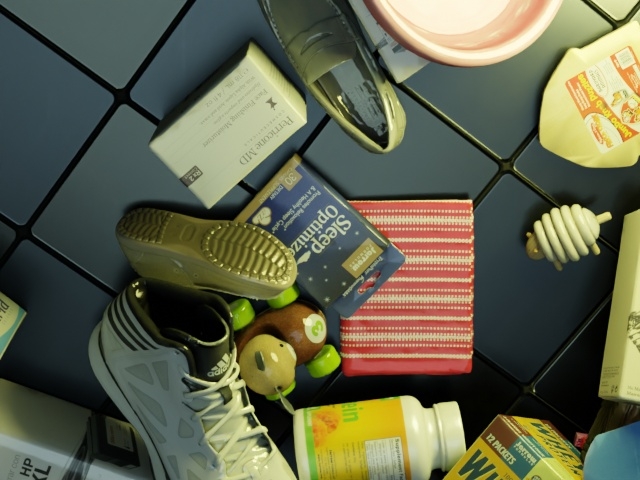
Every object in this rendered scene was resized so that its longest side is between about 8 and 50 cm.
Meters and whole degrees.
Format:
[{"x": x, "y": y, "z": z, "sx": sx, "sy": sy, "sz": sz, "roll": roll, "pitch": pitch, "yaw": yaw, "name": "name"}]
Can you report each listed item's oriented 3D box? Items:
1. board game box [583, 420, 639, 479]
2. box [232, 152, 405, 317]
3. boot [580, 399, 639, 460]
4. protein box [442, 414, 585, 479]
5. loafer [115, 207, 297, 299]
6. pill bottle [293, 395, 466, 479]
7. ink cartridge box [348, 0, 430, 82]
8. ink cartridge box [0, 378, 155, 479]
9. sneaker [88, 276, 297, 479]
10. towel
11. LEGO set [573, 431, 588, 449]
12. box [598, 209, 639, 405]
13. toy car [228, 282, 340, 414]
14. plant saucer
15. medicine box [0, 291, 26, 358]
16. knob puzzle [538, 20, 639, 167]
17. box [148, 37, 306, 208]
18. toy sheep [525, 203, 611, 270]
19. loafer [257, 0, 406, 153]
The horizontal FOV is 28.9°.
[{"x": 0.446, "y": 0.313, "z": 1.774, "sx": 0.168, "sy": 0.033, "sz": 0.133, "roll": -17, "pitch": 111, "yaw": -10, "name": "board game box"}, {"x": 0.000, "y": 0.000, "z": 1.782, "sx": 0.225, "sy": 0.036, "sz": 0.136, "roll": 42, "pitch": 105, "yaw": -7, "name": "box"}, {"x": 0.548, "y": 0.293, "z": 1.847, "sx": 0.269, "sy": 0.089, "sz": 0.236, "roll": 28, "pitch": 87, "yaw": -5, "name": "boot"}, {"x": 0.282, "y": 0.379, "z": 1.820, "sx": 0.136, "sy": 0.199, "sz": 0.201, "roll": 45, "pitch": 104, "yaw": 30, "name": "protein box"}, {"x": -0.160, "y": 0.027, "z": 1.764, "sx": 0.268, "sy": 0.102, "sz": 0.092, "roll": 17, "pitch": 139, "yaw": 13, "name": "loafer"}, {"x": 0.088, "y": 0.304, "z": 1.843, "sx": 0.245, "sy": 0.136, "sz": 0.136, "roll": -7, "pitch": 107, "yaw": 0, "name": "pill bottle"}, {"x": 0.090, "y": -0.291, "z": 1.677, "sx": 0.056, "sy": 0.099, "sz": 0.135, "roll": -31, "pitch": 106, "yaw": 7, "name": "ink cartridge box"}, {"x": -0.358, "y": 0.419, "z": 1.851, "sx": 0.394, "sy": 0.166, "sz": 0.286, "roll": 21, "pitch": 105, "yaw": -7, "name": "ink cartridge box"}, {"x": -0.151, "y": 0.242, "z": 1.679, "sx": 0.169, "sy": 0.257, "sz": 0.447, "roll": -35, "pitch": 79, "yaw": -29, "name": "sneaker"}, {"x": 0.126, "y": 0.073, "z": 1.828, "sx": 0.198, "sy": 0.031, "sz": 0.275, "roll": -1, "pitch": 105, "yaw": 1, "name": "towel"}, {"x": 0.498, "y": 0.373, "z": 1.898, "sx": 0.227, "sy": 0.093, "sz": 0.087, "roll": 12, "pitch": 107, "yaw": -5, "name": "LEGO set"}, {"x": 0.477, "y": 0.098, "z": 1.758, "sx": 0.113, "sy": 0.094, "sz": 0.275, "roll": 9, "pitch": 82, "yaw": -4, "name": "box"}, {"x": -0.059, "y": 0.166, "z": 1.768, "sx": 0.148, "sy": 0.188, "sz": 0.155, "roll": -28, "pitch": 106, "yaw": 7, "name": "toy car"}, {"x": 0.171, "y": -0.389, "z": 1.605, "sx": 0.332, "sy": 0.084, "sz": 0.332, "roll": -1, "pitch": 92, "yaw": -25, "name": "plant saucer"}, {"x": -0.569, "y": 0.211, "z": 1.729, "sx": 0.149, "sy": 0.263, "sz": 0.289, "roll": 35, "pitch": 103, "yaw": -12, "name": "medicine box"}, {"x": 0.394, "y": -0.189, "z": 1.753, "sx": 0.213, "sy": 0.030, "sz": 0.213, "roll": -1, "pitch": 108, "yaw": -2, "name": "knob puzzle"}, {"x": -0.121, "y": -0.161, "z": 1.669, "sx": 0.181, "sy": 0.182, "sz": 0.119, "roll": -41, "pitch": 103, "yaw": 10, "name": "box"}, {"x": 0.355, "y": -0.009, "z": 1.781, "sx": 0.132, "sy": 0.091, "sz": 0.091, "roll": -28, "pitch": 106, "yaw": 12, "name": "toy sheep"}, {"x": 0.014, "y": -0.255, "z": 1.678, "sx": 0.112, "sy": 0.111, "sz": 0.319, "roll": -35, "pitch": 104, "yaw": 12, "name": "loafer"}]
